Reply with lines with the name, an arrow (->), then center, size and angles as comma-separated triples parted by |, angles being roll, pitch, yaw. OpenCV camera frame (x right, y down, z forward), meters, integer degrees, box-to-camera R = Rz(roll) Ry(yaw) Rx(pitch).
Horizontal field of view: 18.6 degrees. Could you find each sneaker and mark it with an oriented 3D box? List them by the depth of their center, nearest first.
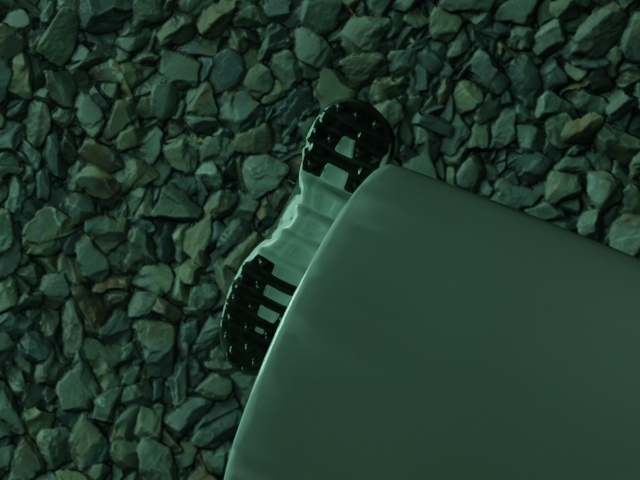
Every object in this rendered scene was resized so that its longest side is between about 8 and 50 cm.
sneaker -> 0.000, 0.000, 1.512 | 0.234, 0.078, 0.106 | -65, -13, 11

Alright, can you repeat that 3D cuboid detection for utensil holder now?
utensil holder -> 0.165, 0.153, 1.413 | 0.327, 0.385, 0.327 | -61, -13, -24
